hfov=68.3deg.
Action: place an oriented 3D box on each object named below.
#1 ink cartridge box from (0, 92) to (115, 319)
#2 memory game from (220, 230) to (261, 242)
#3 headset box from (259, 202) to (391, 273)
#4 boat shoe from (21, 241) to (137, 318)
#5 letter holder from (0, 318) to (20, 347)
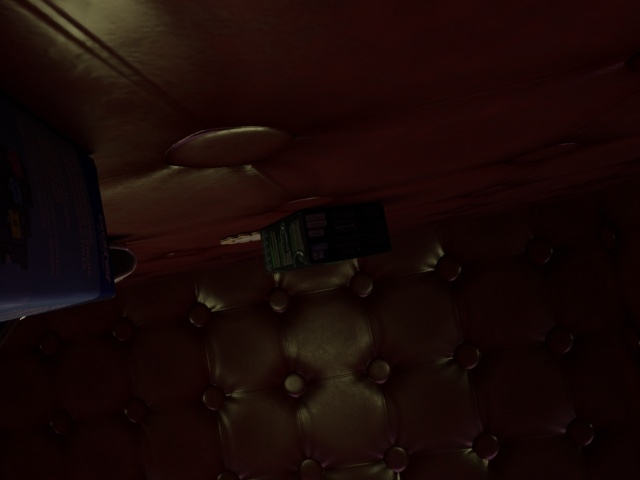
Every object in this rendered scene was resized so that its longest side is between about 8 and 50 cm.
[{"bbox_3d":[-0.318,-0.003,0.312,0.270,0.151,0.395,-10,177,-8],"label":"ink cartridge box"},{"bbox_3d":[-0.204,-0.011,1.390,0.186,0.012,0.186,-11,176,-1],"label":"memory game"},{"bbox_3d":[0.000,0.000,1.254,0.246,0.131,0.283,-8,176,-30],"label":"headset box"},{"bbox_3d":[-0.474,0.062,0.846,0.156,0.136,0.367,-12,179,23],"label":"boat shoe"},{"bbox_3d":[-0.571,0.054,0.575,0.301,0.214,0.152,-11,-152,-5],"label":"letter holder"}]
